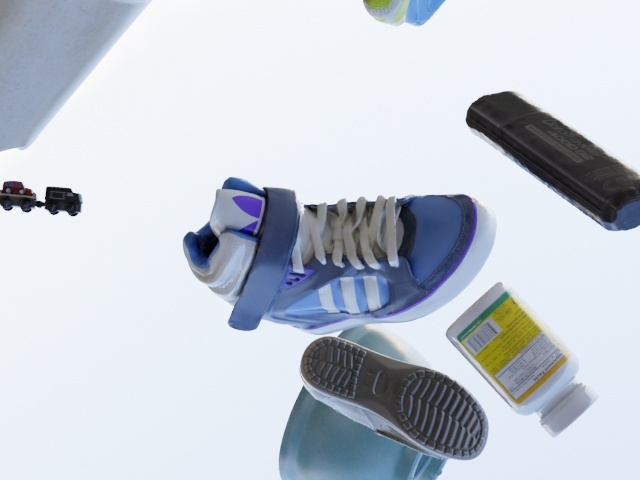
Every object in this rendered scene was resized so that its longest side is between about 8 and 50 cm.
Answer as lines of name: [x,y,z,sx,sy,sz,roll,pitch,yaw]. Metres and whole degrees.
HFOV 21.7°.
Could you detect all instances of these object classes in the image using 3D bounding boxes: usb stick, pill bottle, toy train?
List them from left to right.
toy train: [-0.353,-0.052,1.926,0.027,0.158,0.036,115,-20,-81]
pill bottle: [0.280,0.165,2.289,0.117,0.208,0.117,-42,173,-6]
usb stick: [0.233,-0.082,1.623,0.077,0.045,0.278,-14,-151,-21]

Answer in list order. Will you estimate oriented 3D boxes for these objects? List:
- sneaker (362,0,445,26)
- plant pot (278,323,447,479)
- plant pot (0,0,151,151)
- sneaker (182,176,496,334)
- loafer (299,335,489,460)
sneaker: [0.133,-0.384,2.139,0.091,0.126,0.240,24,-86,38]
plant pot: [0.096,0.290,2.584,0.196,0.293,0.293,25,-120,21]
plant pot: [-0.334,-0.274,1.780,0.305,0.334,0.334,-54,-164,23]
sneaker: [0.000,0.000,1.802,0.322,0.236,0.130,-22,-128,41]
loafer: [0.092,0.202,2.150,0.102,0.268,0.092,-64,-172,-16]
